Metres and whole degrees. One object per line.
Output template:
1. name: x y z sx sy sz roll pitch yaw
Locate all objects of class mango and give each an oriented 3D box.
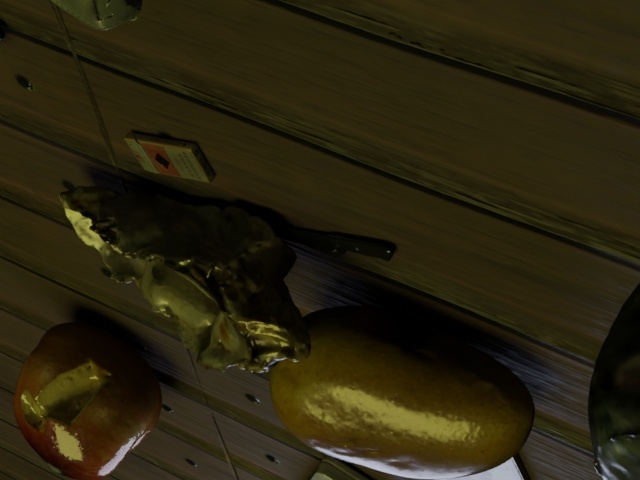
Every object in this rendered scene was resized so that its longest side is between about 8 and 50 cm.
1. mango: 0.074 0.142 1.279 0.262 0.130 0.167 14 140 23

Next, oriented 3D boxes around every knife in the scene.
1. knife: 0.000 0.000 1.251 0.170 0.010 0.023 12 140 40

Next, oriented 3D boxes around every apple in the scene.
1. apple: -0.293 0.195 1.724 0.199 0.199 0.199 26 152 15

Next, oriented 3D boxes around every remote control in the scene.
1. remote control: 0.020 0.343 1.769 0.103 0.034 0.250 31 153 5

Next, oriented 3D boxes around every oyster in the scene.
1. oyster: -0.116 0.029 1.314 0.341 0.110 0.166 12 134 47

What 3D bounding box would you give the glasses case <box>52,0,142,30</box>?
1. glasses case: -0.198 -0.283 0.922 0.128 0.083 0.308 26 153 26

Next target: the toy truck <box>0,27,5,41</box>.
1. toy truck: -0.338 -0.195 1.257 0.090 0.056 0.073 27 161 41

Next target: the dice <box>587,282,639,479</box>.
1. dice: 0.301 0.112 0.917 0.182 0.183 0.181 0 136 47

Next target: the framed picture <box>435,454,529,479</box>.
1. framed picture: 0.152 0.222 1.450 0.136 0.010 0.201 13 147 36

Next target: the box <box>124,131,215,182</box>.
1. box: -0.139 -0.076 1.273 0.083 0.012 0.046 11 147 35
